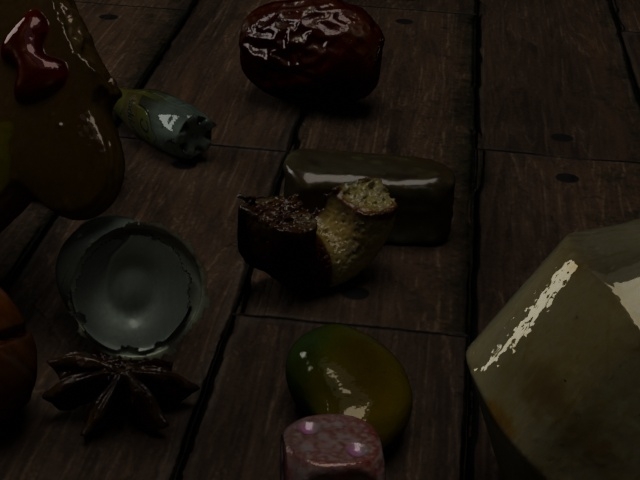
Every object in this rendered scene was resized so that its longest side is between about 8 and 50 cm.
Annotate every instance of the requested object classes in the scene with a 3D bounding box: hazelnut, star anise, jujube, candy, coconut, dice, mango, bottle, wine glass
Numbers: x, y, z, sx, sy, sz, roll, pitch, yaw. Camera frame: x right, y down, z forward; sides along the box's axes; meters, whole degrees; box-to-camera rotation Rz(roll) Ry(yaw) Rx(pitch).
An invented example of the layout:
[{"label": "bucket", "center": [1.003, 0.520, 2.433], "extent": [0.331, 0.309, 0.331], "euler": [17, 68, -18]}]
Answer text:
[{"label": "hazelnut", "center": [-0.377, 0.121, 1.405], "extent": [0.182, 0.182, 0.182], "euler": [3, 26, -1]}, {"label": "star anise", "center": [-0.213, 0.151, 1.464], "extent": [0.168, 0.057, 0.168], "euler": [3, 24, -2]}, {"label": "jujube", "center": [-0.014, -0.312, 2.291], "extent": [0.243, 0.183, 0.183], "euler": [8, 26, 18]}, {"label": "candy", "center": [0.065, -0.060, 1.876], "extent": [0.234, 0.104, 0.102], "euler": [3, 31, 0]}, {"label": "coconut", "center": [0.293, 0.148, 1.291], "extent": [0.323, 0.323, 0.323], "euler": [3, 26, -1]}, {"label": "dice", "center": [0.009, 0.223, 1.302], "extent": [0.094, 0.093, 0.091], "euler": [-3, 27, -9]}, {"label": "mango", "center": [0.034, 0.159, 1.457], "extent": [0.122, 0.085, 0.191], "euler": [1, 34, -27]}, {"label": "bottle", "center": [-0.270, -0.196, 2.143], "extent": [0.083, 0.083, 0.270], "euler": [-18, 30, -37]}, {"label": "wine glass", "center": [-0.216, 0.043, 1.507], "extent": [0.143, 0.143, 0.321], "euler": [-5, 4, -16]}]

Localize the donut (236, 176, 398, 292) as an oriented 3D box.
[{"label": "donut", "center": [0.001, -0.001, 1.717], "extent": [0.217, 0.141, 0.085], "euler": [-16, 42, -33]}]

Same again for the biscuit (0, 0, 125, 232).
[{"label": "biscuit", "center": [-0.421, -0.128, 1.586], "extent": [0.076, 0.394, 0.368], "euler": [28, 35, -63]}]
